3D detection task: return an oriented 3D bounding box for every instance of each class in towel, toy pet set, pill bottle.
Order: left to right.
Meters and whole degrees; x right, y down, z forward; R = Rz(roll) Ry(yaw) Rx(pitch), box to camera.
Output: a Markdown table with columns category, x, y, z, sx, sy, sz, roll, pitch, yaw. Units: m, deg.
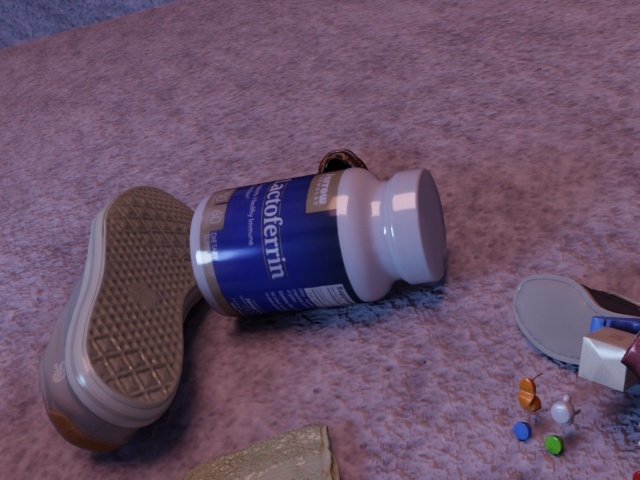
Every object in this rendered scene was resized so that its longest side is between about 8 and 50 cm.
| category | x | y | z | sx | sy | sz | roll | pitch | yaw |
| --- | --- | --- | --- | --- | --- | --- | --- | --- | --- |
| towel | -0.055 | 0.223 | 0.717 | 0.148 | 0.027 | 0.110 | -21 | 30 | 1 |
| pill bottle | 0.000 | 0.000 | 0.906 | 0.265 | 0.153 | 0.153 | -9 | 34 | 20 |
| toy pet set | 0.233 | 0.122 | 0.654 | 0.065 | 0.114 | 0.122 | -12 | 21 | -43 |

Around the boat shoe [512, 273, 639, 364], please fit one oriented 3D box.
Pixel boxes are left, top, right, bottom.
| category | x | y | z | sx | sy | sz | roll | pitch | yaw |
| --- | --- | --- | --- | --- | --- | --- | --- | --- | --- |
| boat shoe | 0.263 | 0.084 | 0.730 | 0.065 | 0.075 | 0.206 | 12 | 6 | -34 |

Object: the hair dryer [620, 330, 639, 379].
| category | x | y | z | sx | sy | sz | roll | pitch | yaw |
| --- | --- | --- | --- | --- | --- | --- | --- | --- | --- |
| hair dryer | 0.301 | 0.130 | 0.479 | 0.080 | 0.223 | 0.293 | -55 | 31 | 5 |

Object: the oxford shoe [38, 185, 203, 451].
| category | x | y | z | sx | sy | sz | roll | pitch | yaw |
| --- | --- | --- | --- | --- | --- | --- | --- | --- | --- |
| oxford shoe | -0.226 | 0.072 | 0.952 | 0.130 | 0.169 | 0.449 | -50 | 20 | 25 |

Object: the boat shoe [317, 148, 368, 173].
| category | x | y | z | sx | sy | sz | roll | pitch | yaw |
| --- | --- | --- | --- | --- | --- | --- | --- | --- | --- |
| boat shoe | 0.031 | -0.083 | 1.093 | 0.073 | 0.073 | 0.207 | -19 | 30 | 5 |
